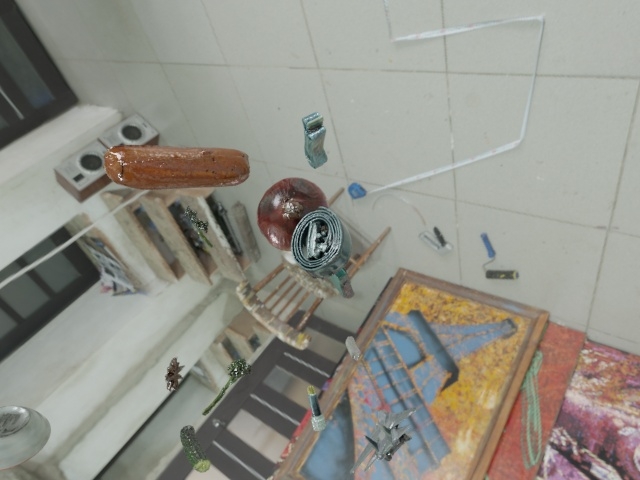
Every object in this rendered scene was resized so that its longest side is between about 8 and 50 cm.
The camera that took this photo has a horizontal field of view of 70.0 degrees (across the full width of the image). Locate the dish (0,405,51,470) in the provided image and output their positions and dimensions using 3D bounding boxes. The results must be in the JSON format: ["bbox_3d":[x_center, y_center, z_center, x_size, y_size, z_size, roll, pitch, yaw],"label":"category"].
[{"bbox_3d":[-1.019,0.609,1.471,0.260,0.260,0.085,24,113,27],"label":"dish"}]

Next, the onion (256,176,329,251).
[{"bbox_3d":[-0.126,-0.128,2.045,0.348,0.347,0.285,37,172,8],"label":"onion"}]

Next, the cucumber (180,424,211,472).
[{"bbox_3d":[-0.409,0.667,1.470,0.187,0.058,0.058,25,149,55],"label":"cucumber"}]

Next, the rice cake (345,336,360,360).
[{"bbox_3d":[0.131,0.440,1.874,0.036,0.047,0.207,27,-179,-6],"label":"rice cake"}]

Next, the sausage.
[{"bbox_3d":[-0.317,-0.167,1.052,0.102,0.330,0.102,17,110,60],"label":"sausage"}]

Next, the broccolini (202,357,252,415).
[{"bbox_3d":[-0.323,0.498,1.530,0.057,0.254,0.071,28,-167,-51],"label":"broccolini"}]

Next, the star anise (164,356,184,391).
[{"bbox_3d":[-0.593,0.541,1.840,0.042,0.141,0.141,-1,137,9],"label":"star anise"}]

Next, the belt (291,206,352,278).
[{"bbox_3d":[0.000,0.000,1.622,0.207,0.267,0.116,-18,146,21],"label":"belt"}]

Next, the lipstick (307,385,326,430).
[{"bbox_3d":[-0.015,0.432,1.188,0.037,0.037,0.116,-14,89,54],"label":"lipstick"}]

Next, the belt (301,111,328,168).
[{"bbox_3d":[-0.016,-0.343,1.597,0.302,0.072,0.087,87,158,-75],"label":"belt"}]

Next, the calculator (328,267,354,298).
[{"bbox_3d":[0.049,0.118,1.984,0.248,0.058,0.274,49,171,29],"label":"calculator"}]

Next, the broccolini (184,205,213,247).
[{"bbox_3d":[-0.500,-0.037,1.980,0.123,0.062,0.271,48,165,30],"label":"broccolini"}]

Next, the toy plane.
[{"bbox_3d":[0.167,0.471,1.128,0.088,0.212,0.267,45,-178,15],"label":"toy plane"}]
